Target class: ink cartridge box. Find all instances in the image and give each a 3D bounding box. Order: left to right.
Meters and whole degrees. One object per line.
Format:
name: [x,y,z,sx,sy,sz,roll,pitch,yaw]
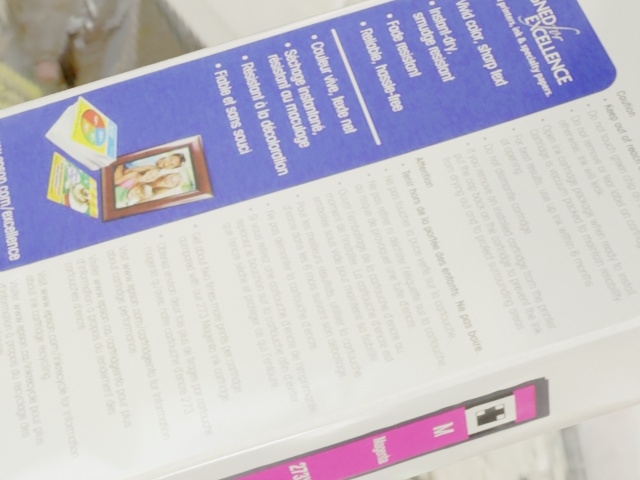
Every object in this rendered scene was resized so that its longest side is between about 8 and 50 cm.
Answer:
ink cartridge box: [0.000,0.000,0.507,0.069,0.371,0.175,72,-1,-52]
